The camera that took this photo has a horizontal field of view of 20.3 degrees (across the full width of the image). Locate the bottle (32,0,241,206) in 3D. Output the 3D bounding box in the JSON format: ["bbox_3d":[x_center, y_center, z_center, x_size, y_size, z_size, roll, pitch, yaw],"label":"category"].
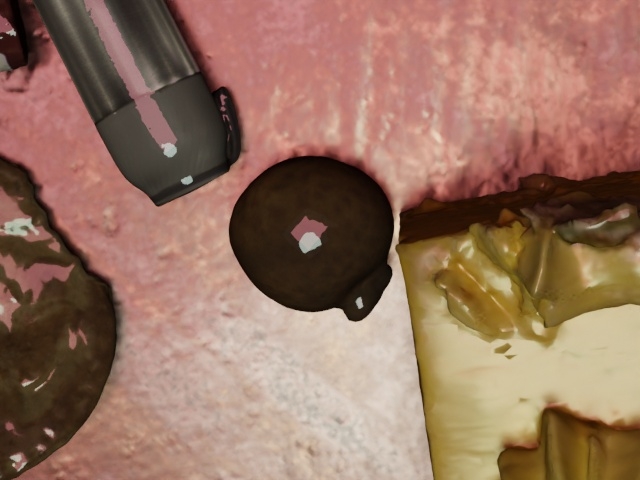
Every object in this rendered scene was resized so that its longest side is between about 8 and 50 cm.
[{"bbox_3d":[-0.135,-0.149,1.186,0.096,0.079,0.254,-28,93,-31],"label":"bottle"}]

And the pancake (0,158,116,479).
[{"bbox_3d":[-0.251,0.048,1.196,0.236,0.042,0.222,35,72,-10],"label":"pancake"}]

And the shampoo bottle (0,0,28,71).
[{"bbox_3d":[-0.315,-0.122,1.198,0.236,0.068,0.067,-11,51,0],"label":"shampoo bottle"}]

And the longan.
[{"bbox_3d":[0.000,0.000,1.181,0.106,0.106,0.119,-41,98,5],"label":"longan"}]

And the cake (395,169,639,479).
[{"bbox_3d":[0.167,0.075,1.084,0.222,0.286,0.227,-10,95,4],"label":"cake"}]
